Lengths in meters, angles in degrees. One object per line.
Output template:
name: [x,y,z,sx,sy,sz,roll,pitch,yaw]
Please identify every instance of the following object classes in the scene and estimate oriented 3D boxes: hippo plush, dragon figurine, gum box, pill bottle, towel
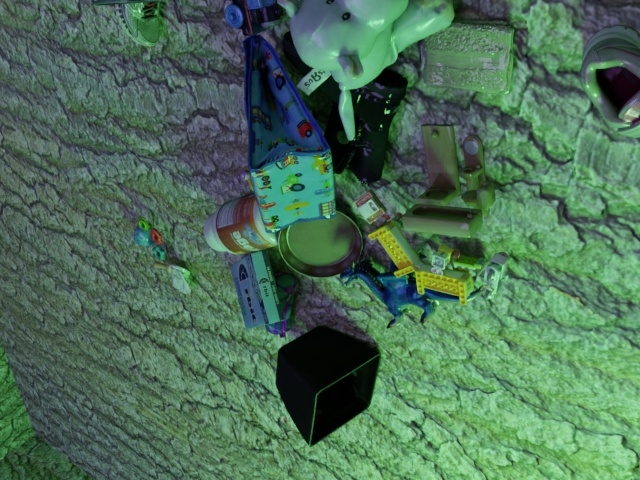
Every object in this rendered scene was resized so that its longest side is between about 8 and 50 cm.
hippo plush: [0.023,-0.324,0.955,0.234,0.236,0.294,47,112,9]
dragon figurine: [0.160,0.078,1.279,0.289,0.085,0.144,-16,106,48]
gum box: [-0.145,0.115,1.538,0.184,0.041,0.157,-25,79,65]
pill bottle: [-0.152,-0.035,1.458,0.216,0.121,0.121,-13,108,46]
towel: [0.219,-0.277,1.029,0.148,0.027,0.110,16,126,34]

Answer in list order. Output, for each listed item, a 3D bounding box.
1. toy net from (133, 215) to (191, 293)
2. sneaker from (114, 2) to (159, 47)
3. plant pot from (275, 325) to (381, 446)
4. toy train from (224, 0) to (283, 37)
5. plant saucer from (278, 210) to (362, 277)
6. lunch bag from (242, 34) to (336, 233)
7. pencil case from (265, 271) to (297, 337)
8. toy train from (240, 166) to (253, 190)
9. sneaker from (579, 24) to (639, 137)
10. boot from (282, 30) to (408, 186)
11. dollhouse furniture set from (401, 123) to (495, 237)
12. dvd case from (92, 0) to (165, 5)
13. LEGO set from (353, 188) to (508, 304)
toy net: [-0.403,0.035,1.793,0.232,0.045,0.122,47,136,4]
sneaker: [-0.354,-0.494,1.353,0.092,0.088,0.225,20,129,30]
plant pot: [0.001,0.303,1.516,0.167,0.187,0.188,39,138,33]
toy train: [-0.122,-0.447,1.185,0.105,0.080,0.184,6,121,33]
plant saucer: [0.000,0.000,1.363,0.168,0.029,0.168,2,124,2]
lunch bag: [-0.075,-0.199,1.205,0.221,0.138,0.293,83,172,-63]
pencil case: [-0.091,0.148,1.569,0.070,0.064,0.152,52,146,40]
toy train: [-0.087,-0.130,1.343,0.166,0.125,0.046,50,135,-8]
sneaker: [0.423,-0.162,0.859,0.252,0.111,0.103,39,137,15]
boot: [0.020,-0.227,1.190,0.246,0.094,0.207,31,131,16]
dollhouse furniture set: [0.197,-0.099,1.078,0.144,0.151,0.123,8,121,37]
dvd case: [-0.364,-0.561,1.282,0.164,0.018,0.221,5,100,22]
LEGO set: [0.191,0.007,1.182,0.287,0.107,0.132,32,137,21]
